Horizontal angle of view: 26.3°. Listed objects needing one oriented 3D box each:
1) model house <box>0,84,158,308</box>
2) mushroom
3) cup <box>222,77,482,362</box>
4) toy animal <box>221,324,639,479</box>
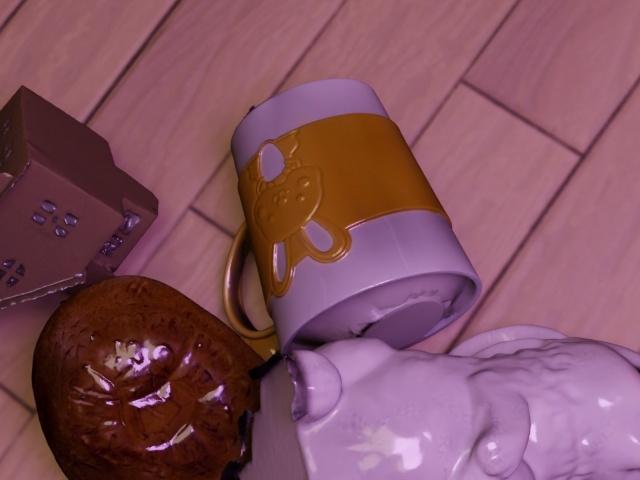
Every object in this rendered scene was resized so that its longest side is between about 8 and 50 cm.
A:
[{"bbox_3d":[-0.286,0.017,1.271,0.248,0.176,0.181,-46,31,14],"label":"model house"},{"bbox_3d":[-0.146,0.144,1.192,0.231,0.138,0.194,31,80,-7],"label":"mushroom"},{"bbox_3d":[0.000,0.000,1.225,0.241,0.185,0.226,-32,65,26],"label":"cup"},{"bbox_3d":[0.117,0.160,1.120,0.357,0.258,0.194,-8,90,-24],"label":"toy animal"}]
